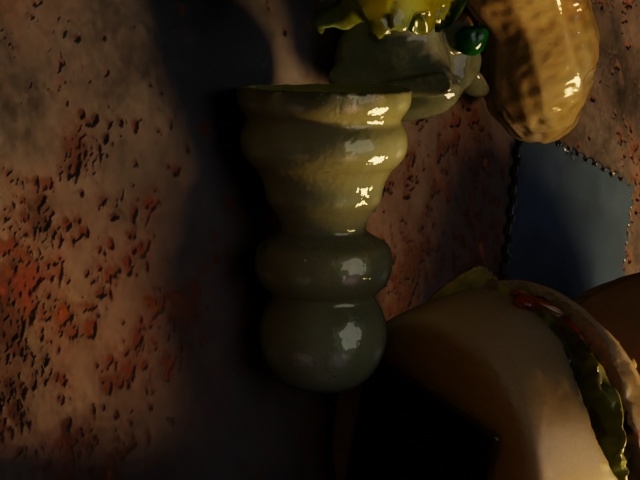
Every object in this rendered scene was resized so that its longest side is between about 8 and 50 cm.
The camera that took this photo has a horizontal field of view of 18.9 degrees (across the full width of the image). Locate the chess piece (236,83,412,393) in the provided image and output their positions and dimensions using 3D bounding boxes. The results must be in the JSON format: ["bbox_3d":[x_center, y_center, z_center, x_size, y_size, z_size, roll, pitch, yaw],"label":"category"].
[{"bbox_3d":[0.000,0.000,1.568,0.144,0.144,0.251,-10,104,-55],"label":"chess piece"}]

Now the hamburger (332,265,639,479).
[{"bbox_3d":[0.147,0.179,1.628,0.170,0.302,0.302,-6,94,-40],"label":"hamburger"}]

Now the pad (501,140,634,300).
[{"bbox_3d":[0.260,0.033,2.028,0.269,0.012,0.269,25,70,-52],"label":"pad"}]

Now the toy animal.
[{"bbox_3d":[0.089,-0.166,1.728,0.236,0.138,0.108,-35,112,-78],"label":"toy animal"}]

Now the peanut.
[{"bbox_3d":[0.195,-0.221,1.795,0.130,0.130,0.290,-47,134,-44],"label":"peanut"}]

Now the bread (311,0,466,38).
[{"bbox_3d":[0.039,-0.359,1.506,0.251,0.208,0.377,-18,115,-58],"label":"bread"}]

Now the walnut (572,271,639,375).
[{"bbox_3d":[0.347,0.207,1.878,0.381,0.381,0.381,2,88,-55],"label":"walnut"}]
